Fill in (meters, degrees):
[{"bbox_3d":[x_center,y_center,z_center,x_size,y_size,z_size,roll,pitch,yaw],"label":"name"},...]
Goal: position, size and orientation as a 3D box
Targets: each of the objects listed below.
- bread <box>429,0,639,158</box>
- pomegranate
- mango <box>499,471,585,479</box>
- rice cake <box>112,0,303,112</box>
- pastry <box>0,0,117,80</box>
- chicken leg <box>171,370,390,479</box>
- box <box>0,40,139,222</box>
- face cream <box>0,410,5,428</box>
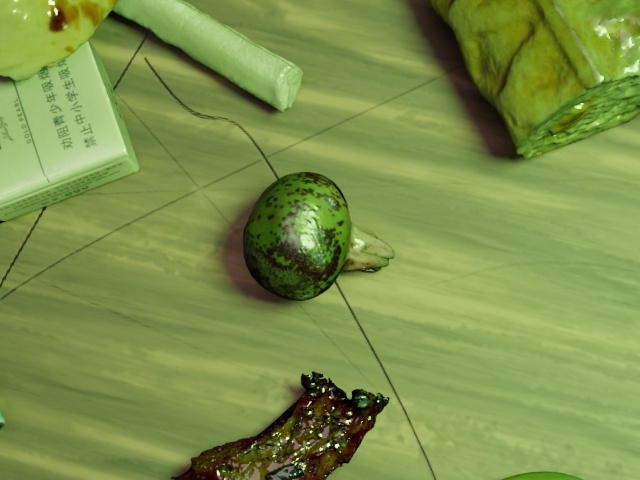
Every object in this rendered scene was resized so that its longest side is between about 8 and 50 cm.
[{"bbox_3d":[0.258,-0.239,1.106,0.196,0.238,0.252,-9,76,-40],"label":"bread"},{"bbox_3d":[-0.010,0.002,1.114,0.125,0.163,0.138,-19,53,39],"label":"pomegranate"},{"bbox_3d":[0.175,0.318,1.026,0.137,0.091,0.237,36,75,6],"label":"mango"},{"bbox_3d":[-0.133,-0.233,1.202,0.256,0.052,0.057,32,85,12],"label":"rice cake"},{"bbox_3d":[-0.358,-0.316,1.154,0.236,0.170,0.256,-29,55,-3],"label":"pastry"},{"bbox_3d":[-0.034,0.216,1.079,0.233,0.063,0.105,-36,72,-4],"label":"chicken leg"},{"bbox_3d":[-0.356,-0.113,1.181,0.259,0.071,0.168,-21,75,0],"label":"box"},{"bbox_3d":[-0.424,0.114,1.130,0.075,0.075,0.229,-29,75,-3],"label":"face cream"}]
